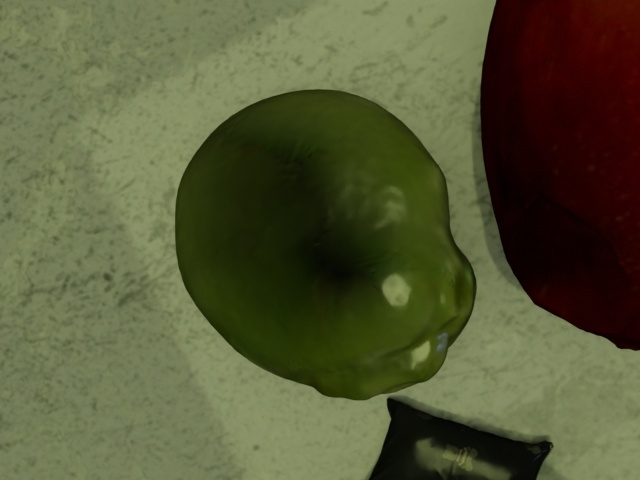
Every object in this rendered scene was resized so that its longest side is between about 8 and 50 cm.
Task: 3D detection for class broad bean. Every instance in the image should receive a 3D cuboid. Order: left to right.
[{"bbox_3d":[0.001,0.000,0.915,0.291,0.119,0.238,34,104,30],"label":"broad bean"}]

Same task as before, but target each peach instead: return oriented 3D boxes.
[{"bbox_3d":[0.286,-0.091,0.790,0.388,0.388,0.388,0,90,7],"label":"peach"}]

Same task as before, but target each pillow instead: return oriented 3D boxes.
[{"bbox_3d":[0.116,0.197,0.965,0.150,0.048,0.090,17,98,8],"label":"pillow"}]
